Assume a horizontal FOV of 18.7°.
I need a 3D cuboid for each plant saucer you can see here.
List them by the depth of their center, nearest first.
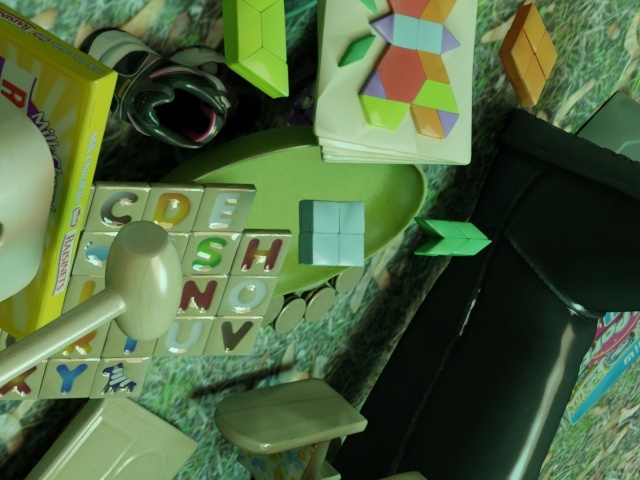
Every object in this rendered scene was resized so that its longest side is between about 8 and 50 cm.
[{"bbox_3d":[-0.041,-0.022,1.440,0.241,0.037,0.241,-15,155,-7],"label":"plant saucer"}]

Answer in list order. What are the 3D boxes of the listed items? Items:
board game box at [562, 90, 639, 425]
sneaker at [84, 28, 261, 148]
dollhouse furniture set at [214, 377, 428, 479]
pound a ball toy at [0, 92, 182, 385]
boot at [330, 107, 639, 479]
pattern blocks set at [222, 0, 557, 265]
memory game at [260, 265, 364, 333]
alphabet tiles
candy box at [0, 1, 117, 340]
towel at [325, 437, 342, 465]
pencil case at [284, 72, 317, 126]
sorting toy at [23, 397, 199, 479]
[{"bbox_3d":[0.281,0.025,1.988,0.224,0.097,0.303,-45,151,-12],"label":"board game box"},{"bbox_3d":[-0.092,-0.089,1.342,0.178,0.077,0.072,2,122,-57],"label":"sneaker"},{"bbox_3d":[-0.032,0.384,1.623,0.256,0.394,0.362,-9,131,-46],"label":"dollhouse furniture set"},{"bbox_3d":[-0.249,0.001,1.080,0.319,0.208,0.135,-24,141,-39],"label":"pound a ball toy"},{"bbox_3d":[0.190,0.143,1.687,0.146,0.367,0.445,27,93,-33],"label":"boot"},{"bbox_3d":[0.056,-0.144,1.356,0.285,0.026,0.324,-11,96,-36],"label":"pattern blocks set"},{"bbox_3d":[0.000,0.000,1.640,0.186,0.012,0.186,-35,146,-28],"label":"memory game"},{"bbox_3d":[-0.143,0.038,1.367,0.237,0.009,0.198,1,129,-25],"label":"alphabet tiles"},{"bbox_3d":[-0.193,-0.040,1.220,0.027,0.105,0.206,-34,148,-52],"label":"candy box"},{"bbox_3d":[-0.032,0.252,1.857,0.110,0.027,0.148,-21,138,-45],"label":"towel"},{"bbox_3d":[0.051,-0.161,1.468,0.088,0.086,0.206,19,106,-37],"label":"pencil case"},{"bbox_3d":[-0.199,0.211,1.568,0.193,0.038,0.208,-51,156,-3],"label":"sorting toy"}]
